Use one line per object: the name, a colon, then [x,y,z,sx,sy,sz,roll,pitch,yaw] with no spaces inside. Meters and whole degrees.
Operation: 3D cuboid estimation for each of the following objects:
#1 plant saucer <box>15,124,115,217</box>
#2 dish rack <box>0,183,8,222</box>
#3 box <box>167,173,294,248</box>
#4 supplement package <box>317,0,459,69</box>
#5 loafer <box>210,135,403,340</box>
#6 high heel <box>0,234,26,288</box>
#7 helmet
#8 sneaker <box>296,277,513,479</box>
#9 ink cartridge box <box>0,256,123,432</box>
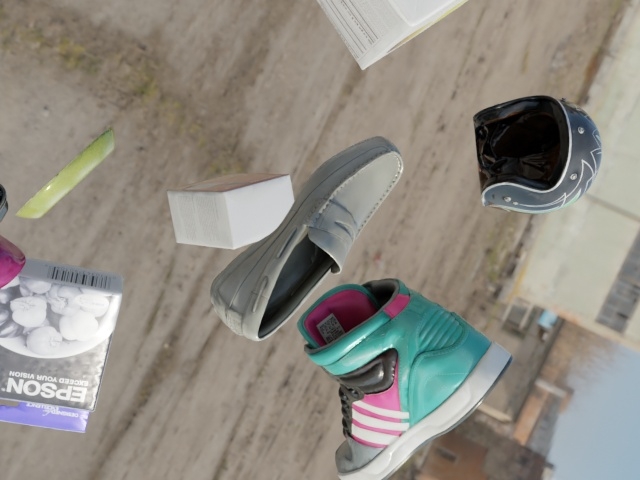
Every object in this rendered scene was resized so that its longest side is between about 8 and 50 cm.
plant saucer: [-0.457,-0.117,1.813,0.241,0.037,0.241,-40,-169,10]
dish rack: [-0.685,-0.042,1.685,0.208,0.271,0.074,-62,170,-19]
box: [-0.140,-0.050,1.566,0.130,0.170,0.091,-18,104,-37]
supplement package: [0.064,-0.227,0.721,0.139,0.134,0.244,-34,-174,-2]
loafer: [0.000,0.000,1.266,0.319,0.111,0.112,-48,136,-7]
high heel: [-0.383,-0.032,0.890,0.082,0.244,0.117,-62,170,20]
helmet: [0.289,-0.113,1.318,0.169,0.161,0.169,-6,90,-81]
sneaker: [0.046,0.138,1.011,0.124,0.178,0.295,-45,175,-42]
ink cartridge box: [-0.319,0.110,0.994,0.045,0.206,0.208,-104,-151,-60]
